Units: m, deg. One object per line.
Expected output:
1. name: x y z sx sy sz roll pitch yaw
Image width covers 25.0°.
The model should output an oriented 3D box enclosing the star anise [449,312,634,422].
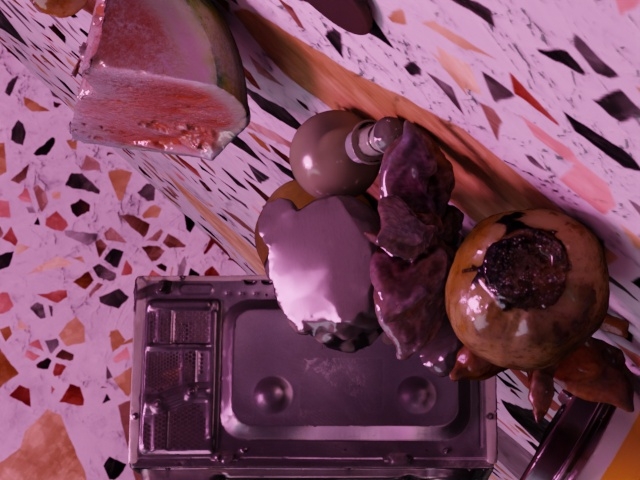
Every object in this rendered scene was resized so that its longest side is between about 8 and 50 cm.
1. star anise: 0.199 0.083 1.378 0.212 0.111 0.196 14 -158 -19

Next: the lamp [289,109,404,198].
1. lamp: 0.033 -0.088 1.376 0.091 0.091 0.163 44 157 -14

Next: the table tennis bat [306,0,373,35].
1. table tennis bat: -0.033 -0.169 1.108 0.107 0.119 0.170 40 173 6

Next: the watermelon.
1. watermelon: -0.184 -0.178 1.493 0.224 0.180 0.305 59 162 4

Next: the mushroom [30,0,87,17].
1. mushroom: -0.276 -0.292 1.497 0.095 0.122 0.351 6 -173 -12

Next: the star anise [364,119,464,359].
1. star anise: 0.085 0.006 1.265 0.073 0.212 0.197 0 138 15

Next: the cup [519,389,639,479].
1. cup: 0.341 0.270 1.472 0.280 0.196 0.196 33 170 10

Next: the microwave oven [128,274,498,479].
1. microwave oven: 0.000 0.187 1.676 0.394 0.247 0.333 -1 167 4

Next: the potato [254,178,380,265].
1. potato: 0.002 -0.004 1.747 0.155 0.137 0.200 11 178 -13

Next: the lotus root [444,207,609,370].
1. lotus root: 0.174 0.051 1.211 0.138 0.138 0.214 38 165 24

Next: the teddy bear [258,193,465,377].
1. teddy bear: 0.058 0.057 1.421 0.251 0.144 0.171 23 -140 -47
